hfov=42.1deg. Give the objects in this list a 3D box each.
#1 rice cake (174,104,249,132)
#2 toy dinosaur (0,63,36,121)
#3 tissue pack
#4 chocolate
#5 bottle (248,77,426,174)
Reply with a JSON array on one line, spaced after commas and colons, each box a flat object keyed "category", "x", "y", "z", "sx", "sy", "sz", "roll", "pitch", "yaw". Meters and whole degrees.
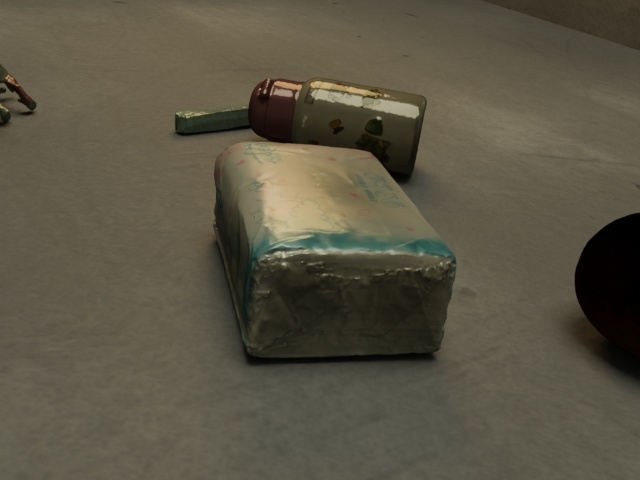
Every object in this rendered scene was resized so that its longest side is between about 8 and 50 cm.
[{"category": "rice cake", "x": -0.147, "y": -0.188, "z": 1.280, "sx": 0.170, "sy": 0.033, "sz": 0.029, "roll": -14, "pitch": 30, "yaw": -38}, {"category": "toy dinosaur", "x": -0.477, "y": -0.238, "z": 1.172, "sx": 0.053, "sy": 0.167, "sz": 0.242, "roll": -43, "pitch": 19, "yaw": -6}, {"category": "tissue pack", "x": 0.002, "y": 0.000, "z": 0.844, "sx": 0.201, "sy": 0.124, "sz": 0.271, "roll": 4, "pitch": 25, "yaw": -17}, {"category": "chocolate", "x": 0.350, "y": 0.052, "z": 0.834, "sx": 0.176, "sy": 0.177, "sz": 0.177, "roll": 7, "pitch": 26, "yaw": -4}, {"category": "bottle", "x": 0.021, "y": -0.174, "z": 1.211, "sx": 0.253, "sy": 0.120, "sz": 0.120, "roll": 12, "pitch": 26, "yaw": 7}]
